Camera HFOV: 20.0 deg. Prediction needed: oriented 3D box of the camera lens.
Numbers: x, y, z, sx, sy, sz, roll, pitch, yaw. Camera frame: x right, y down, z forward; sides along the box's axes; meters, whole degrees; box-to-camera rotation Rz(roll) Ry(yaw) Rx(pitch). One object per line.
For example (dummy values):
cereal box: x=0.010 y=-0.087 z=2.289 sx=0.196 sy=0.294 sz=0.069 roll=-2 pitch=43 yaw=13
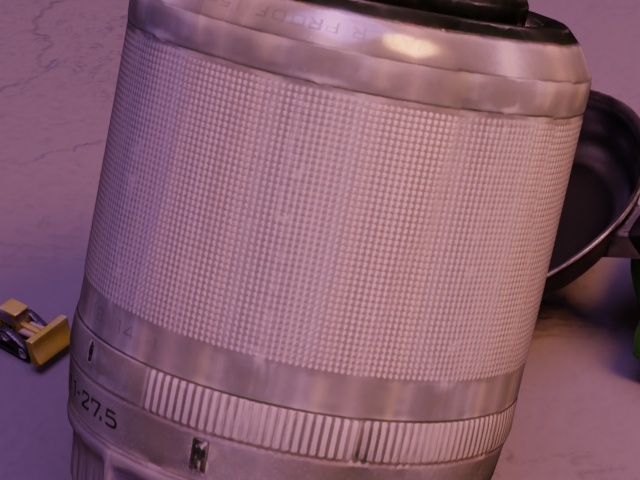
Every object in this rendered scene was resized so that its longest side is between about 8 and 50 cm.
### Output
camera lens: x=0.000 y=0.000 z=0.870 sx=0.219 sy=0.274 sz=0.219 roll=11 pitch=12 yaw=-2

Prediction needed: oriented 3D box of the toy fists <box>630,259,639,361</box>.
toy fists: x=0.318 y=0.032 z=1.036 sx=0.279 sy=0.096 sz=0.142 roll=11 pitch=38 yaw=14

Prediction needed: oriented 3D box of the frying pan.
frying pan: x=0.163 y=-0.029 z=1.060 sx=0.326 sy=0.053 sz=0.197 roll=-8 pitch=39 yaw=28

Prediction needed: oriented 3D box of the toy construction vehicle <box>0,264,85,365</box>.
toy construction vehicle: x=-0.130 y=0.045 z=1.049 sx=0.098 sy=0.035 sz=0.086 roll=26 pitch=44 yaw=28
